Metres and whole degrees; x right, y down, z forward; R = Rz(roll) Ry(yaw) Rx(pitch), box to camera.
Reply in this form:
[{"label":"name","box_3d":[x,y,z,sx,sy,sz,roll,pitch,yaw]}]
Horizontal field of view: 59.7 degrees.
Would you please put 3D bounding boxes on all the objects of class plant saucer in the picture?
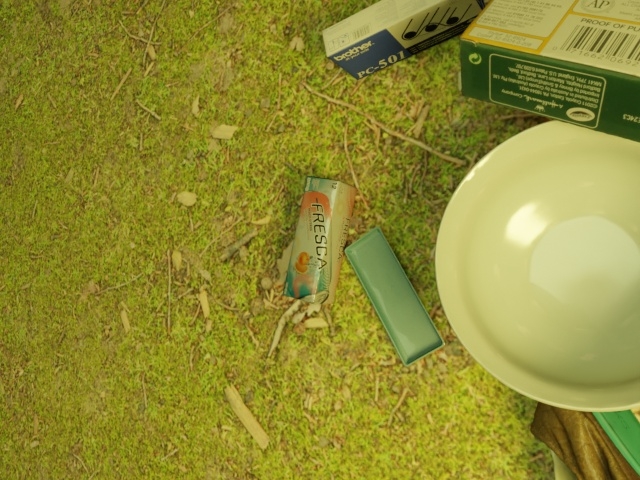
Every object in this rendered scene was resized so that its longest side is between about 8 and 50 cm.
[{"label":"plant saucer","box_3d":[0.103,0.076,0.787,0.067,0.018,0.192,-36,68,23]}]

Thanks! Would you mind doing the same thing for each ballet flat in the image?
[{"label":"ballet flat","box_3d":[0.318,0.284,0.540,0.124,0.116,0.342,-63,35,28]}]

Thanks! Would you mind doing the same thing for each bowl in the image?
[{"label":"bowl","box_3d":[0.286,0.027,0.607,0.298,0.134,0.298,-7,76,29]}]

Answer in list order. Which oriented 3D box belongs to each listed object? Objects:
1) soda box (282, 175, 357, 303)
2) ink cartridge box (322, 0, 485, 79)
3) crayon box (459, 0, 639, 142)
[{"label":"soda box","box_3d":[0.000,0.000,0.830,0.058,0.063,0.183,11,90,31]},{"label":"ink cartridge box","box_3d":[0.116,-0.297,0.774,0.207,0.097,0.046,-17,76,29]},{"label":"crayon box","box_3d":[0.319,-0.260,0.598,0.203,0.083,0.323,26,66,31]}]
